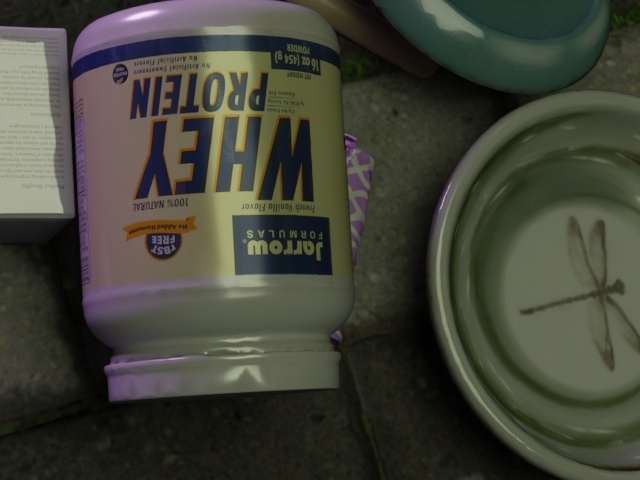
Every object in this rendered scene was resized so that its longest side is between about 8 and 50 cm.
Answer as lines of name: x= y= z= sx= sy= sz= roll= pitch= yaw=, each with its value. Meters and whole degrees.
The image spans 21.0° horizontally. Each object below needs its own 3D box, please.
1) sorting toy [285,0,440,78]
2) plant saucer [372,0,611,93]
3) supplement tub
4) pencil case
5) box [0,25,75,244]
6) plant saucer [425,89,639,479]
sorting toy: x=0.078 y=-0.288 z=1.758 sx=0.347 sy=0.047 sz=0.196 roll=28 pitch=70 yaw=-14
plant saucer: x=0.169 y=-0.291 z=1.741 sx=0.317 sy=0.044 sz=0.318 roll=15 pitch=55 yaw=-22
supplement tub: x=-0.091 y=-0.027 z=1.493 sx=0.235 sy=0.235 sz=0.325 roll=-1 pitch=83 yaw=-21
pencil case: x=0.000 y=0.000 z=1.645 sx=0.086 sy=0.088 sz=0.206 roll=14 pitch=75 yaw=-17
box: x=-0.277 y=-0.090 z=1.534 sx=0.091 sy=0.130 sz=0.171 roll=0 pitch=80 yaw=-21
plant saucer: x=0.274 y=0.054 z=1.732 sx=0.400 sy=0.100 sz=0.401 roll=5 pitch=76 yaw=-20
